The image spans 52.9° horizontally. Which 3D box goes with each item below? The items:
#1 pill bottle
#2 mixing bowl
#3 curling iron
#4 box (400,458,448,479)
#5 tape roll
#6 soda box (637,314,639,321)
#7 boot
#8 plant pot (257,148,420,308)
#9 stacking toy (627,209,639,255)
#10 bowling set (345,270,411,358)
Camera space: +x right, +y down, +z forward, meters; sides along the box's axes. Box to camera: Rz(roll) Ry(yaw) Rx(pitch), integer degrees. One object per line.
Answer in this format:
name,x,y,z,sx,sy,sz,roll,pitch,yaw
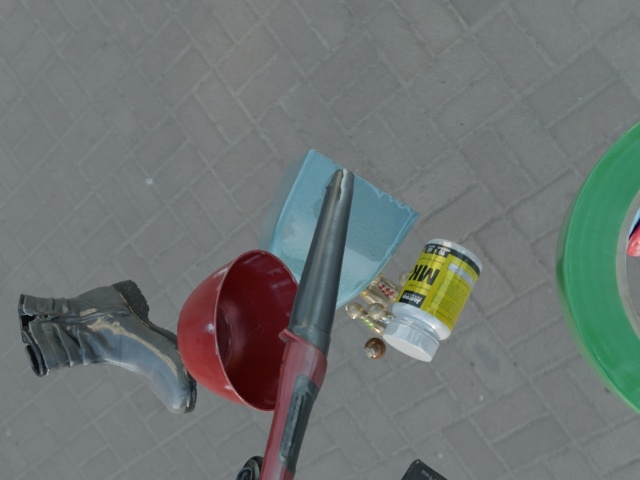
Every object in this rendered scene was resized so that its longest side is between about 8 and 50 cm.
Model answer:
pill bottle,0.207,0.111,1.198,0.119,0.119,0.208,26,72,15
mixing bowl,-0.099,0.108,0.747,0.098,0.181,0.181,-12,97,30
curling iron,-0.021,0.075,0.421,0.068,0.035,0.273,0,69,45
box,0.015,0.241,0.220,0.143,0.270,0.165,32,119,14
tape roll,0.377,0.026,0.557,0.322,0.077,0.320,-2,83,13
soda box,0.399,0.097,0.709,0.058,0.063,0.183,50,128,7
boot,-0.374,0.200,1.100,0.338,0.223,0.118,37,123,39
plant pot,0.000,0.000,1.284,0.247,0.248,0.252,31,83,-11
stacking toy,0.737,0.009,1.234,0.302,0.175,0.166,34,68,26
bowling set,0.141,0.175,1.573,0.154,0.199,0.287,38,154,-22
